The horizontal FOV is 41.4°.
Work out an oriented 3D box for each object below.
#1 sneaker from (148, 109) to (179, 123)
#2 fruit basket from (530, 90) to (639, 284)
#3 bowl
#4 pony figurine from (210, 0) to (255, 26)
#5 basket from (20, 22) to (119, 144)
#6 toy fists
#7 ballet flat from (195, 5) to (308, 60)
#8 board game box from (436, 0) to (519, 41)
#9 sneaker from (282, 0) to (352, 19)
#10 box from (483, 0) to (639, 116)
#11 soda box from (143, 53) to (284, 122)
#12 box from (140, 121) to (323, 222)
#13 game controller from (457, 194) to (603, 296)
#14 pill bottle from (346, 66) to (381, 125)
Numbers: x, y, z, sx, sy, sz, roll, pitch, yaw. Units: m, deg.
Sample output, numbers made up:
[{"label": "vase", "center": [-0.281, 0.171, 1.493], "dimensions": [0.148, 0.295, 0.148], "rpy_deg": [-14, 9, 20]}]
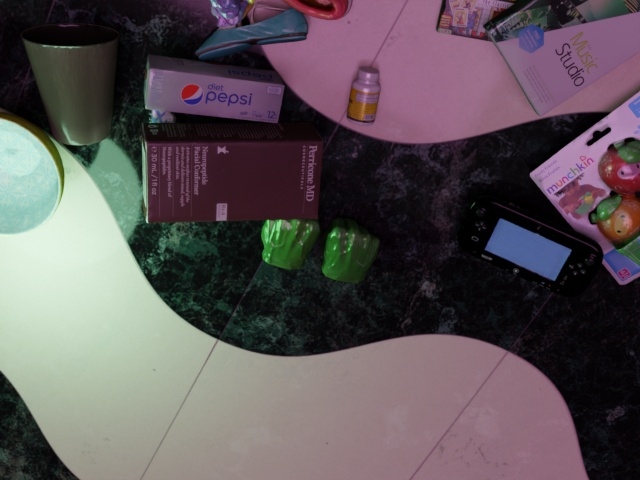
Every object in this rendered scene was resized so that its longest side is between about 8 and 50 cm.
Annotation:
[{"label": "sneaker", "center": [-0.328, -0.235, 1.899], "dimensions": [0.086, 0.085, 0.237], "rpy_deg": [-13, 117, 2]}, {"label": "fruit basket", "center": [0.698, -0.109, 1.860], "dimensions": [0.327, 0.165, 0.353], "rpy_deg": [-38, 106, 20]}, {"label": "bowl", "center": [-0.703, -0.171, 1.909], "dimensions": [0.289, 0.156, 0.290], "rpy_deg": [1, 118, 2]}, {"label": "pony figurine", "center": [-0.255, -0.575, 1.583], "dimensions": [0.363, 0.303, 0.351], "rpy_deg": [38, 115, -12]}, {"label": "basket", "center": [-0.526, -0.334, 1.824], "dimensions": [0.204, 0.154, 0.227], "rpy_deg": [4, 121, 2]}, {"label": "toy fists", "center": [0.000, 0.000, 1.994], "dimensions": [0.279, 0.096, 0.142], "rpy_deg": [14, 127, -6]}, {"label": "ballet flat", "center": [-0.149, -0.446, 1.791], "dimensions": [0.247, 0.083, 0.087], "rpy_deg": [-10, 92, 8]}, {"label": "board game box", "center": [0.382, -0.478, 1.759], "dimensions": [0.259, 0.030, 0.136], "rpy_deg": [9, 115, -3]}, {"label": "sneaker", "center": [-0.071, -0.542, 1.694], "dimensions": [0.313, 0.136, 0.116], "rpy_deg": [28, 114, -10]}, {"label": "box", "center": [0.528, -0.436, 1.732], "dimensions": [0.322, 0.058, 0.232], "rpy_deg": [-35, 117, 12]}, {"label": "soda box", "center": [-0.227, -0.322, 1.800], "dimensions": [0.286, 0.098, 0.091], "rpy_deg": [4, 119, -16]}, {"label": "box", "center": [-0.195, -0.149, 1.849], "dimensions": [0.381, 0.143, 0.191], "rpy_deg": [-3, 116, -15]}, {"label": "game controller", "center": [0.477, 0.014, 1.945], "dimensions": [0.319, 0.067, 0.167], "rpy_deg": [25, 122, 9]}, {"label": "pill bottle", "center": [0.096, -0.314, 1.842], "dimensions": [0.065, 0.065, 0.116], "rpy_deg": [9, 117, -2]}]
